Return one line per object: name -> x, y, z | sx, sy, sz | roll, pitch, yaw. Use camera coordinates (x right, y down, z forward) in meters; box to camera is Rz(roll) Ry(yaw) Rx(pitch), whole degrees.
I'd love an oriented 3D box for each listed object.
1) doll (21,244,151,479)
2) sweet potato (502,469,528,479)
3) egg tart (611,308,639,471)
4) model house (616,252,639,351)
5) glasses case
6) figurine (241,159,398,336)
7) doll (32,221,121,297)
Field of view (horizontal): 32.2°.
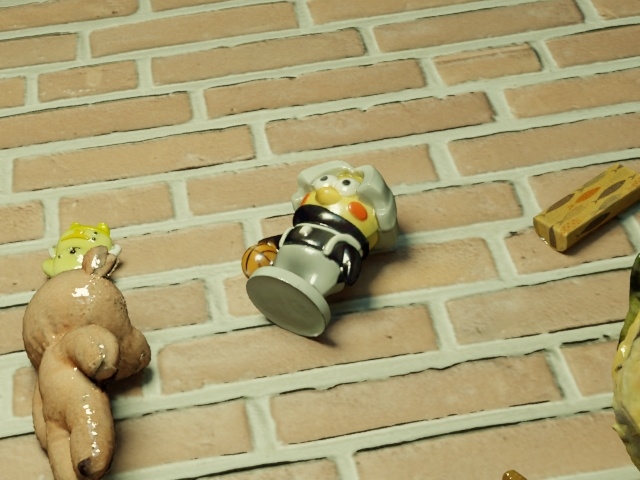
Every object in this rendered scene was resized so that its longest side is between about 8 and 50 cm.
doll -> -0.268, 0.173, 1.337 | 0.156, 0.201, 0.303 | 13, 43, -36
sweet potato -> 0.237, 0.353, 1.142 | 0.066, 0.072, 0.314 | 16, 26, -8
egg tart -> 0.480, 0.171, 1.151 | 0.351, 0.352, 0.150 | 0, 9, 4
model house -> 0.500, 0.079, 1.322 | 0.234, 0.193, 0.175 | 25, 51, 25
glasses case -> 0.380, -0.046, 1.549 | 0.170, 0.041, 0.064 | -32, 41, -22
figurine -> 0.000, 0.000, 1.476 | 0.176, 0.133, 0.236 | 14, 54, 31
doll -> -0.332, 0.042, 1.506 | 0.106, 0.062, 0.162 | -1, 48, 10
